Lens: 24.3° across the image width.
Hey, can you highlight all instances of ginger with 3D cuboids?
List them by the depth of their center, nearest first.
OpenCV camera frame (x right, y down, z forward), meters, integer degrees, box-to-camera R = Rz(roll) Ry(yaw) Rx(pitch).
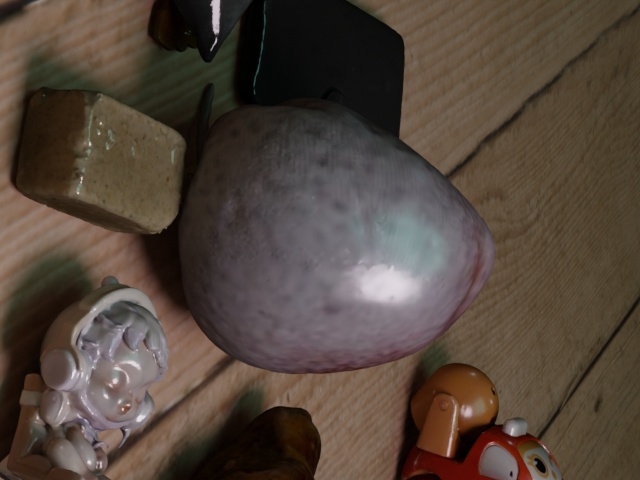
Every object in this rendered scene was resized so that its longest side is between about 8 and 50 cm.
[{"bbox_3d":[-0.093,0.368,1.647,0.418,0.176,0.254,-38,121,-61],"label":"ginger"}]

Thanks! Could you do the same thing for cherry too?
[{"bbox_3d":[-0.001,-0.009,1.594,0.326,0.335,0.291,63,38,-42],"label":"cherry"}]

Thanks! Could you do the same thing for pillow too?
[{"bbox_3d":[-0.104,-0.334,1.595,0.186,0.106,0.250,63,38,-36],"label":"pillow"}]

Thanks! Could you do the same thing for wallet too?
[{"bbox_3d":[0.006,-0.221,1.885,0.377,0.051,0.197,18,77,-60],"label":"wallet"}]

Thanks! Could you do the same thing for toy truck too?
[{"bbox_3d":[0.245,0.316,2.195,0.189,0.265,0.239,4,101,-63],"label":"toy truck"}]

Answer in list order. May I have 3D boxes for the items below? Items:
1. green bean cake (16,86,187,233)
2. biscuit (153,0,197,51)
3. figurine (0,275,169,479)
[{"bbox_3d":[-0.211,-0.075,1.458,0.179,0.085,0.109,27,69,-59],"label":"green bean cake"},{"bbox_3d":[-0.157,-0.235,1.609,0.092,0.016,0.082,-52,137,-47],"label":"biscuit"},{"bbox_3d":[-0.211,0.145,1.426,0.162,0.141,0.236,60,42,-53],"label":"figurine"}]
